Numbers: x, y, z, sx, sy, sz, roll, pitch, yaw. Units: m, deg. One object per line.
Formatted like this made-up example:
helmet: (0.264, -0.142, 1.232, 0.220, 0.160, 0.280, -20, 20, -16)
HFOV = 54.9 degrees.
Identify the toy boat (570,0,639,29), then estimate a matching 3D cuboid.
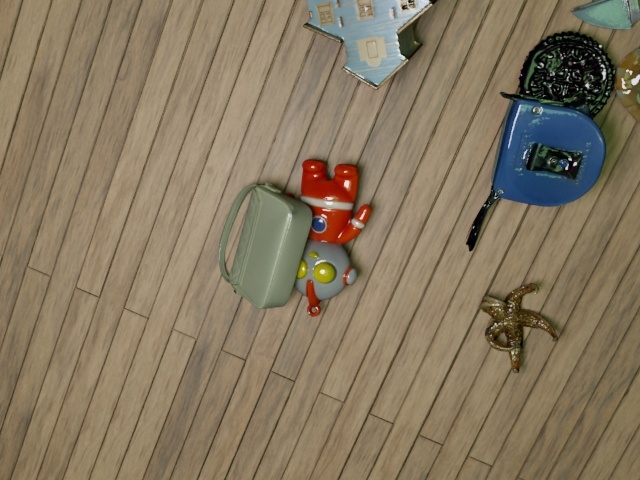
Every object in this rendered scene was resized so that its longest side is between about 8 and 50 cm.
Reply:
toy boat: (0.565, -0.456, 1.227, 0.122, 0.034, 0.096, -15, 98, 17)

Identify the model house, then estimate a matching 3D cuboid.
model house: (0.117, -0.413, 1.201, 0.270, 0.178, 0.207, -3, 116, 21)

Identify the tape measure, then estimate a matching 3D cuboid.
tape measure: (0.431, -0.111, 1.243, 0.215, 0.098, 0.352, 10, 114, 4)

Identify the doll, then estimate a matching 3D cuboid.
doll: (0.000, 0.000, 1.318, 0.199, 0.105, 0.337, 11, 100, 18)

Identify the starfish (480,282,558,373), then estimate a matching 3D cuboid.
starfish: (0.427, 0.188, 1.328, 0.146, 0.074, 0.190, -10, 99, 8)

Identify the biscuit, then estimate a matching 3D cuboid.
biscuit: (0.493, -0.323, 1.241, 0.194, 0.053, 0.195, 1, 101, 5)

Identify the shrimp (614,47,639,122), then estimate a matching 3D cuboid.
shrimp: (0.706, -0.284, 1.226, 0.254, 0.059, 0.145, 33, 104, -1)

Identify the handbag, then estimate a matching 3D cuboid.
handbag: (-0.132, 0.004, 1.314, 0.219, 0.079, 0.256, 30, 109, 39)
